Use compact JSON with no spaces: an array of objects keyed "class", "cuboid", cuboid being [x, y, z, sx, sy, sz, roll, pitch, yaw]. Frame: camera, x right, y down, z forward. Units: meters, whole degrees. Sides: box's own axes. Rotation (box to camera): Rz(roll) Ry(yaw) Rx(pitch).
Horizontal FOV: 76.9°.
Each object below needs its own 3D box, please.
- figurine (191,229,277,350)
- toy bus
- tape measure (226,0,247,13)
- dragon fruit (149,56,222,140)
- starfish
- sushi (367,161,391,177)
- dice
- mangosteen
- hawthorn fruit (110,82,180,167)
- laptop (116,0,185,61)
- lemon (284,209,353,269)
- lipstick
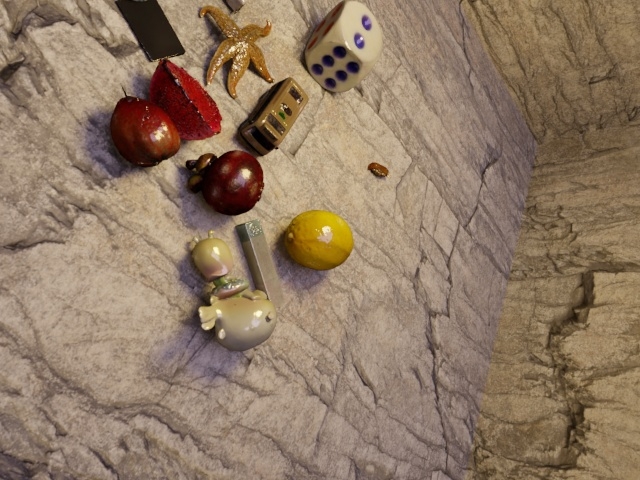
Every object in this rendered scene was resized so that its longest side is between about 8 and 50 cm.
[{"class":"figurine","cuboid":[-0.297,0.158,1.243,0.393,0.227,0.275,67,22,0]},{"class":"toy bus","cuboid":[-0.167,-0.450,1.469,0.139,0.157,0.289,44,58,-28]},{"class":"tape measure","cuboid":[-0.311,-0.951,1.455,0.178,0.105,0.196,-50,115,-26]},{"class":"dragon fruit","cuboid":[-0.427,-0.422,1.256,0.189,0.163,0.261,-35,106,-8]},{"class":"starfish","cuboid":[-0.292,-0.690,1.438,0.375,0.095,0.326,-45,115,-30]},{"class":"sushi","cuboid":[0.283,-0.331,1.914,0.120,0.052,0.055,20,72,-37]},{"class":"dice","cuboid":[0.093,-0.800,1.681,0.243,0.259,0.251,33,65,-31]},{"class":"mangosteen","cuboid":[-0.311,-0.193,1.297,0.258,0.215,0.214,17,70,-6]},{"class":"hawthorn fruit","cuboid":[-0.504,-0.329,1.146,0.181,0.181,0.234,-30,108,-40]},{"class":"laptop","cuboid":[-0.533,-0.671,1.277,0.135,0.016,0.197,-38,107,-37]},{"class":"lemon","cuboid":[-0.003,-0.001,1.506,0.263,0.236,0.235,-3,86,-64]},{"class":"lipstick","cuboid":[-0.208,0.086,1.418,0.066,0.068,0.316,-23,99,-42]}]
